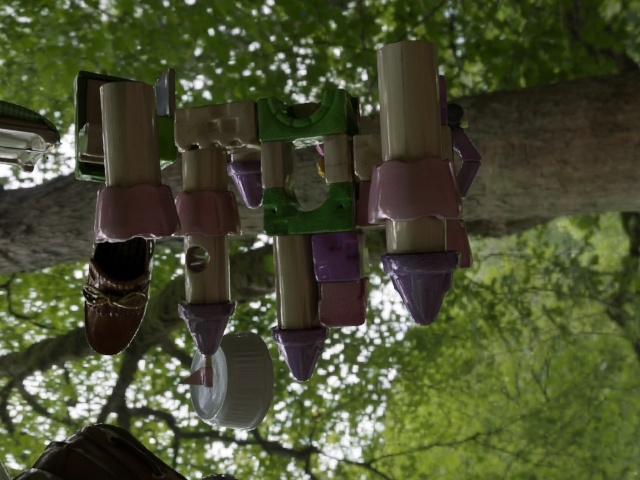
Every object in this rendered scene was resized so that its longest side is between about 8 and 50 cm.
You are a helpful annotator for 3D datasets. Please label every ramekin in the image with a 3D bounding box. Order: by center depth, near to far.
[{"bbox_3d":[-0.251,0.377,1.687,0.127,0.273,0.273,10,-101,-37],"label":"ramekin"}]

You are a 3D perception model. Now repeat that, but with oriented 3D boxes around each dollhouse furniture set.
[{"bbox_3d":[-0.353,-0.175,0.795,0.301,0.197,0.151,4,-98,-33],"label":"dollhouse furniture set"}]

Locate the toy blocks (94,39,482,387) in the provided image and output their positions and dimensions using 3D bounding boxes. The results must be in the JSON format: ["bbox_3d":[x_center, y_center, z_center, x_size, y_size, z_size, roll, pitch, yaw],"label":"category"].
[{"bbox_3d":[0.000,0.000,0.571,0.309,0.288,0.260,-6,-87,-74],"label":"toy blocks"}]

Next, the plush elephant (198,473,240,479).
[{"bbox_3d":[-0.167,0.415,0.523,0.255,0.272,0.330,-4,-126,-25],"label":"plush elephant"}]

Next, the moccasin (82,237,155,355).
[{"bbox_3d":[-0.393,0.062,1.235,0.147,0.139,0.380,-97,29,-71],"label":"moccasin"}]

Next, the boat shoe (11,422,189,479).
[{"bbox_3d":[-0.073,0.231,0.431,0.111,0.307,0.104,-60,-9,31],"label":"boat shoe"}]

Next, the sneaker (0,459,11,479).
[{"bbox_3d":[-0.346,0.241,0.610,0.086,0.085,0.237,-18,-72,-35],"label":"sneaker"}]
